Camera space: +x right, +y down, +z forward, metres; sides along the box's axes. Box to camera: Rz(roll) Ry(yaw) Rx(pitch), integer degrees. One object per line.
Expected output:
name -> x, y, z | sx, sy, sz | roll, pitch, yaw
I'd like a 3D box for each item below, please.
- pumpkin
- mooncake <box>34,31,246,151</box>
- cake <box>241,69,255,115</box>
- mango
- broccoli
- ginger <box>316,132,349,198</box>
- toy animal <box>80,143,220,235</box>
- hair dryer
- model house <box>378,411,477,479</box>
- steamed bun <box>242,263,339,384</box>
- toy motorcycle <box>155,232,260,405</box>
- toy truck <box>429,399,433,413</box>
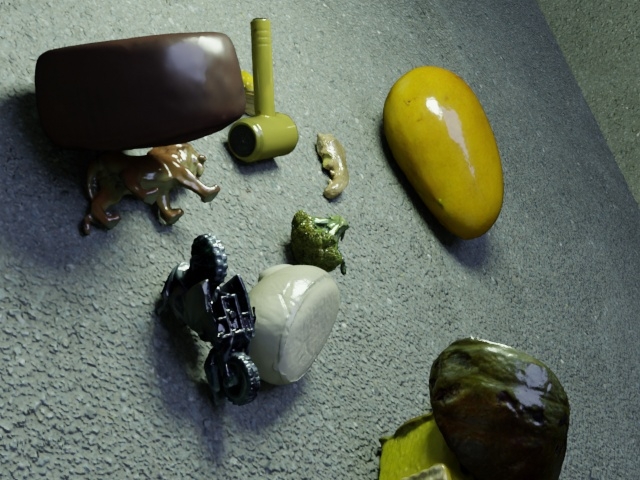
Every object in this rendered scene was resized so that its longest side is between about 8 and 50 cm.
pumpkin -> 0.316, 0.305, 1.499 | 0.312, 0.169, 0.148 | 46, 34, -7
mooncake -> -0.288, -0.237, 1.489 | 0.334, 0.326, 0.174 | -129, -150, -79
cake -> -0.183, -0.303, 1.880 | 0.185, 0.080, 0.116 | 41, 32, -25
mango -> 0.312, -0.215, 2.278 | 0.300, 0.232, 0.445 | -4, 69, -57
broccoli -> 0.000, 0.000, 1.788 | 0.131, 0.120, 0.130 | 38, -12, 44
ginger -> 0.031, -0.164, 2.039 | 0.069, 0.051, 0.173 | 19, 44, -36
toy animal -> -0.293, -0.106, 1.566 | 0.312, 0.097, 0.157 | -9, 55, -51
hair dryer -> -0.121, -0.299, 1.841 | 0.135, 0.090, 0.278 | -19, 110, -55
model house -> 0.186, 0.429, 1.560 | 0.175, 0.193, 0.234 | 45, 37, -13
steamed bun -> -0.063, 0.131, 1.560 | 0.131, 0.177, 0.228 | 16, 41, 23
toy motorcycle -> -0.173, 0.129, 1.455 | 0.106, 0.159, 0.270 | -9, 83, -43
toy truck -> 0.332, 0.380, 1.864 | 0.257, 0.108, 0.140 | 20, 59, -44
